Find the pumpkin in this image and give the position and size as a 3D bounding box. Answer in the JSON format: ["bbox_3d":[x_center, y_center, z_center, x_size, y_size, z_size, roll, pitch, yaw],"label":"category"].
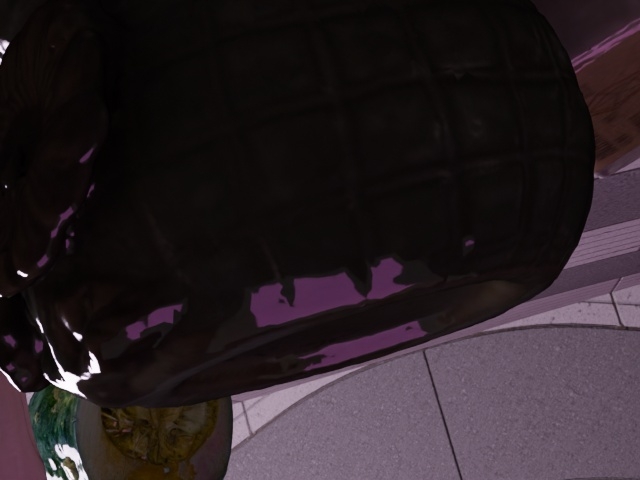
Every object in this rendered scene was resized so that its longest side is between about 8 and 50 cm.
[{"bbox_3d":[-0.282,0.273,1.587,0.196,0.264,0.293,-17,169,39],"label":"pumpkin"}]

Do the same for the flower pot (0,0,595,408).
[{"bbox_3d":[-0.032,-0.045,0.544,0.301,0.213,0.302,-15,168,-3],"label":"flower pot"}]

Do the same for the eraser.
[{"bbox_3d":[0.206,-0.122,0.791,0.144,0.078,0.343,-32,164,19],"label":"eraser"}]

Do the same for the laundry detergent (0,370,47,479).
[{"bbox_3d":[-0.273,0.171,0.923,0.087,0.335,0.159,-7,165,-35],"label":"laundry detergent"}]
